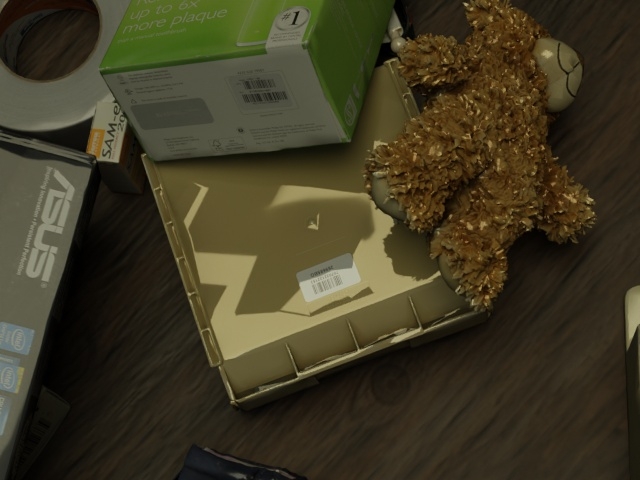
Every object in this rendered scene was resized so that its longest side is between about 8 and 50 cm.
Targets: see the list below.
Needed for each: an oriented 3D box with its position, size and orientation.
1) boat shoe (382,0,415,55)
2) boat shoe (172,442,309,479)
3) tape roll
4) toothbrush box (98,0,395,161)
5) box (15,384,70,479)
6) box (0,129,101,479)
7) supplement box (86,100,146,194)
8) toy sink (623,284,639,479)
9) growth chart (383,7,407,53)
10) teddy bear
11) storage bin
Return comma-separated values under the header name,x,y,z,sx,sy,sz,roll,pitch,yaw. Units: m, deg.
name,x,y,z,sx,sy,sz,roll,pitch,yaw
boat shoe,0.057,-0.251,1.489,0.049,0.042,0.133,-26,70,2
boat shoe,-0.005,0.297,1.284,0.340,0.127,0.158,20,85,14
tape roll,-0.270,-0.201,1.502,0.219,0.072,0.219,-2,72,7
toothbrush box,-0.052,-0.218,1.359,0.206,0.122,0.283,-3,45,24
box,-0.385,0.121,1.408,0.275,0.094,0.113,33,80,16
box,-0.398,0.078,1.296,0.318,0.097,0.395,16,79,-3
supplement box,-0.197,-0.090,1.444,0.036,0.098,0.062,6,75,9
toy sink,0.350,0.137,1.284,0.152,0.131,0.234,0,73,7
growth chart,-0.035,-0.195,1.440,0.237,0.021,0.172,-18,47,12
teddy bear,0.153,-0.090,1.294,0.338,0.113,0.245,-33,89,-48
storage bin,0.000,0.000,1.379,0.262,0.123,0.260,-20,72,1
